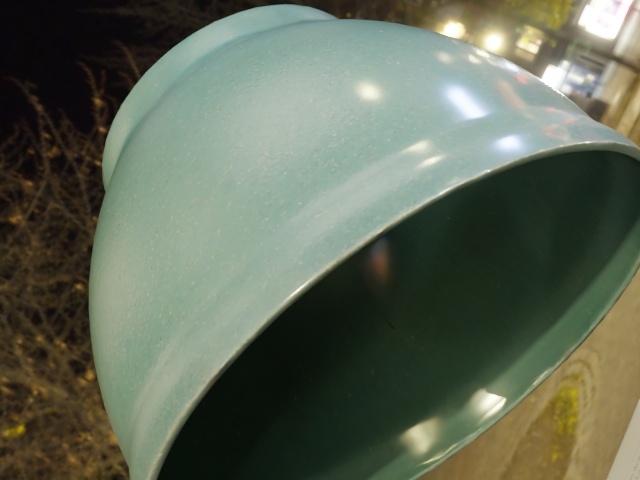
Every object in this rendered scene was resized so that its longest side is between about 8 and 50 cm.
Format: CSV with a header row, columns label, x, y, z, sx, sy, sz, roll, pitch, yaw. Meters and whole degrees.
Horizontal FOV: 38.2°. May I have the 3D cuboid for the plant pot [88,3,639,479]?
label,x,y,z,sx,sy,sz,roll,pitch,yaw
plant pot,0.000,0.000,0.495,0.293,0.196,0.293,-26,-32,-18

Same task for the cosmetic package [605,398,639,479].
label,x,y,z,sx,sy,sz,roll,pitch,yaw
cosmetic package,0.304,0.270,0.675,0.224,0.138,0.224,-141,70,-71
